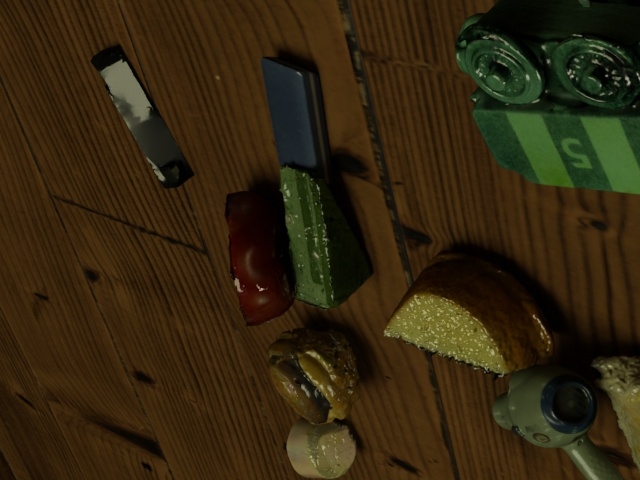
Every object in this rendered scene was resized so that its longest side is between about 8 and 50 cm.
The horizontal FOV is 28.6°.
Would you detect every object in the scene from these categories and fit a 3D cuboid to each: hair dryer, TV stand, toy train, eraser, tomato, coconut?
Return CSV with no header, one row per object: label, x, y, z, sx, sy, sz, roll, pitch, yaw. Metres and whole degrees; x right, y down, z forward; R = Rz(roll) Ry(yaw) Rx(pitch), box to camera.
hair dryer,0.337,0.288,1.761,0.298,0.119,0.296,59,169,-16
TV stand,-0.300,-0.206,2.112,0.049,0.040,0.257,-1,124,51
toy train,0.292,-0.173,1.329,0.299,0.167,0.238,12,143,46
eraser,-0.033,-0.172,1.827,0.082,0.036,0.225,25,142,33
tomato,-0.087,0.030,1.995,0.101,0.228,0.228,-7,129,7
coconut,-0.003,0.384,2.322,0.122,0.116,0.116,-6,120,55

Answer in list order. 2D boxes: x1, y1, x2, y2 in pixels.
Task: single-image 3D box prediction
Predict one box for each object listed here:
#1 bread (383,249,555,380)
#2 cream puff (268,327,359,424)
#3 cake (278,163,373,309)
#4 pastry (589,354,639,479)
bread,0.199,0.088,1.741,0.260,0.129,0.134,13,127,42
cream puff,-0.004,0.220,2.129,0.189,0.129,0.189,40,156,23
cake,0.005,-0.020,1.918,0.100,0.099,0.235,17,127,42
pastry,0.452,0.261,1.649,0.121,0.089,0.259,18,140,59
